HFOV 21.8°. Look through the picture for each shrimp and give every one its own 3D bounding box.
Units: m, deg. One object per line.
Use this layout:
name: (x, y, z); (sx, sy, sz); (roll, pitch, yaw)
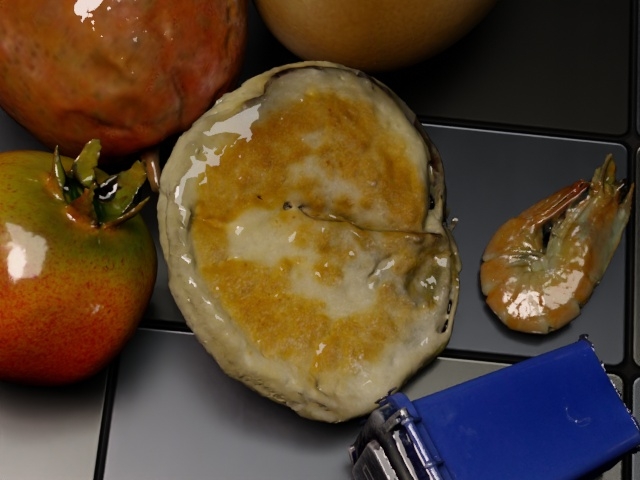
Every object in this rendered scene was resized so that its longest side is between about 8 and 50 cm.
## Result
shrimp: (0.238, -0.004, 1.653); (0.115, 0.051, 0.217); (30, 72, 10)

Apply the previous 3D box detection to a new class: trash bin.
trash bin: (0.161, 0.189, 1.508); (0.235, 0.184, 0.162); (-22, 73, -17)

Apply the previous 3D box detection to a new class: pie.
pie: (0.000, 0.000, 1.562); (0.339, 0.077, 0.339); (2, 87, -29)

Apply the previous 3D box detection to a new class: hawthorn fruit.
hawthorn fruit: (-0.188, -0.181, 1.589); (0.277, 0.277, 0.298); (-18, 80, -10)

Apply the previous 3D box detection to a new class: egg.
egg: (0.069, -0.327, 1.643); (0.283, 0.282, 0.351); (31, 73, 8)

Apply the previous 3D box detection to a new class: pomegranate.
pomegranate: (-0.248, 0.013, 1.511); (0.221, 0.257, 0.221); (32, 32, -23)
